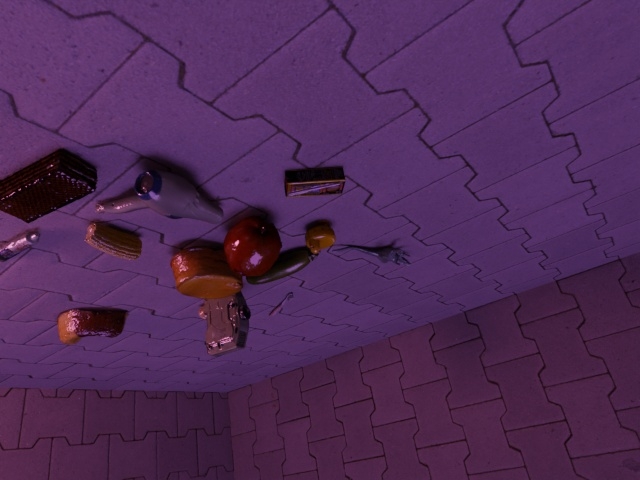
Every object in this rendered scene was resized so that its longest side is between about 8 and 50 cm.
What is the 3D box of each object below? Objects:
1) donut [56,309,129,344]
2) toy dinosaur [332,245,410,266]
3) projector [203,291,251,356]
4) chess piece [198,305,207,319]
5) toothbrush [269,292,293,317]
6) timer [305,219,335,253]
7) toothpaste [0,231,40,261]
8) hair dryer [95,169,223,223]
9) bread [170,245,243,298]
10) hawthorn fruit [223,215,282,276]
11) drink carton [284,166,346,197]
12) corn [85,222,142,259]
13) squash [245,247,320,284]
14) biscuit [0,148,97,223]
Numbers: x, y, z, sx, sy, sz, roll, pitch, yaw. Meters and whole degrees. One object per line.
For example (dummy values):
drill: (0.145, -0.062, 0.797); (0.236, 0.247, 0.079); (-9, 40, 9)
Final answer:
donut: (-0.963, 0.352, 1.844); (0.294, 0.112, 0.151); (-11, 156, -2)
toy dinosaur: (0.239, 0.051, 1.744); (0.382, 0.076, 0.129); (17, 167, -33)
projector: (-0.383, 0.317, 1.816); (0.193, 0.270, 0.088); (-20, 152, 17)
chess piece: (-0.480, 0.300, 1.985); (0.122, 0.066, 0.066); (-35, 145, 29)
toothbrush: (-0.192, 0.323, 2.167); (0.025, 0.030, 0.307); (-4, 154, -30)
timer: (0.000, 0.000, 1.520); (0.107, 0.109, 0.107); (-9, 154, -4)
toothpaste: (-0.894, 0.021, 1.306); (0.233, 0.038, 0.060); (-20, 150, 23)
hair dryer: (-0.413, -0.094, 1.230); (0.298, 0.119, 0.295); (-12, 162, 40)
bread: (-0.387, 0.110, 1.553); (0.195, 0.143, 0.269); (-30, 150, 29)
hawthorn fruit: (-0.204, 0.012, 1.396); (0.185, 0.185, 0.202); (5, 145, -29)
drink carton: (-0.018, -0.162, 1.259); (0.165, 0.056, 0.071); (-6, 150, -10)
corn: (-0.611, 0.003, 1.328); (0.063, 0.085, 0.165); (-8, 154, 34)
squash: (-0.142, 0.097, 1.689); (0.331, 0.087, 0.087); (-21, 152, 16)
biscuit: (-0.665, -0.125, 1.069); (0.252, 0.070, 0.106); (-19, 151, 17)
